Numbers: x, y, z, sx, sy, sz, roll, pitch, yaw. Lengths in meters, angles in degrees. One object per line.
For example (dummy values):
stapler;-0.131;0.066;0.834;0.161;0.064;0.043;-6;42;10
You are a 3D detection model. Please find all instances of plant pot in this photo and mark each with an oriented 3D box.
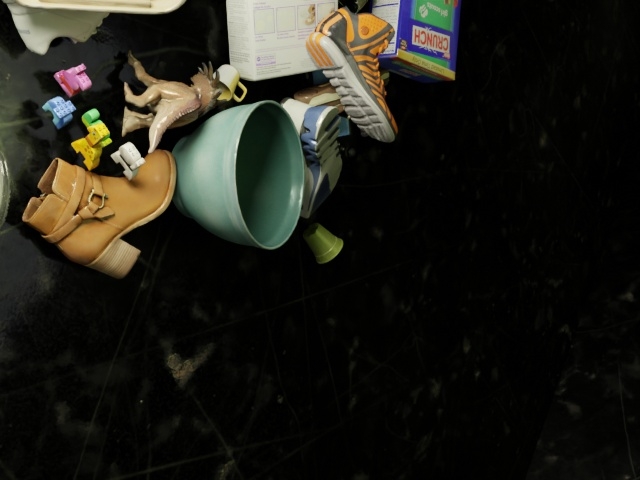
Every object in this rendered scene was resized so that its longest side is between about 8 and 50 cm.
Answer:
plant pot;0.000;0.000;1.958;0.079;0.083;0.083;49;58;-26
plant pot;-0.182;-0.130;1.612;0.293;0.196;0.293;1;90;-66

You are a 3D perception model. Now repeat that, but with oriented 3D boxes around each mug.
mug;-0.200;-0.335;1.703;0.078;0.062;0.064;61;43;-42

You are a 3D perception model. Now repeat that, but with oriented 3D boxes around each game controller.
game controller;0.018;-0.338;1.943;0.166;0.067;0.319;-20;108;-46

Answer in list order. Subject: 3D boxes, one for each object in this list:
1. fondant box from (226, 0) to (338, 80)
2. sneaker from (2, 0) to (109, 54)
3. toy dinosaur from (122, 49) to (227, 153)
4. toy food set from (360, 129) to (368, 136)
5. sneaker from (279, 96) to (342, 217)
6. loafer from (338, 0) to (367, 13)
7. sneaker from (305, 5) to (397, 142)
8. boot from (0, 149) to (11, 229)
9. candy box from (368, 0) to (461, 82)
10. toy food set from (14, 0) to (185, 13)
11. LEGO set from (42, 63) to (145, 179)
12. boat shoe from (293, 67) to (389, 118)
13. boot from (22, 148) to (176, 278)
fondant box;-0.081;-0.528;1.721;0.238;0.096;0.330;-18;118;-36
sneaker;-0.426;-0.427;1.418;0.297;0.111;0.129;-37;138;-38
toy dinosaur;-0.268;-0.262;1.507;0.200;0.296;0.127;4;119;-13
toy food set;0.134;-0.311;2.114;0.122;0.019;0.078;-3;96;-49
sneaker;-0.055;-0.216;1.833;0.127;0.182;0.315;-48;157;-32
loafer;0.045;-0.639;1.919;0.251;0.094;0.087;34;64;-45
sneaker;0.118;-0.382;1.787;0.180;0.124;0.321;-48;125;-18
boot;-0.593;-0.039;1.270;0.161;0.083;0.247;10;85;-43
candy box;0.256;-0.609;2.143;0.268;0.122;0.317;6;90;-47
toy food set;-0.384;-0.490;1.319;0.306;0.092;0.220;-6;62;-31
LEGO set;-0.397;-0.204;1.395;0.227;0.093;0.087;55;47;-9
boat shoe;0.054;-0.337;1.894;0.257;0.095;0.095;-22;119;-22
boot;-0.404;-0.093;1.476;0.220;0.109;0.283;38;70;-37
